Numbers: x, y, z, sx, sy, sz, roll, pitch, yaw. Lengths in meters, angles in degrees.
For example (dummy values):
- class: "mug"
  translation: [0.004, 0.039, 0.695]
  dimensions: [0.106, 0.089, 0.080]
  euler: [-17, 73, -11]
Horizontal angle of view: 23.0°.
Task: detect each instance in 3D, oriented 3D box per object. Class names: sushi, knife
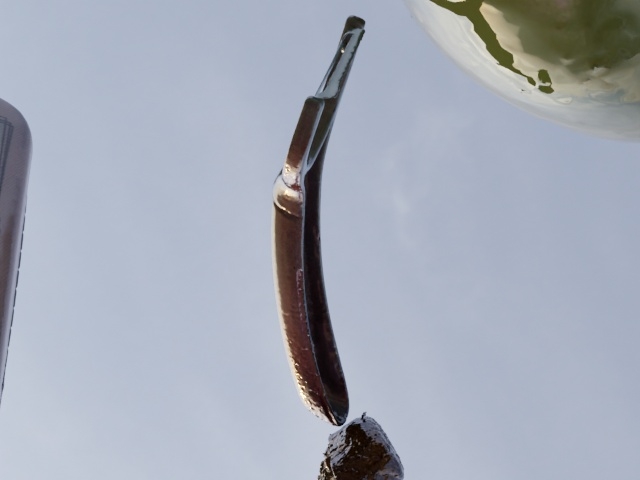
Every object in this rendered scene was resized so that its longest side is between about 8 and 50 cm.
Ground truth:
- class: "sushi"
  translation: [0.023, 0.152, 1.049]
  dimensions: [0.060, 0.118, 0.061]
  euler: [-36, -100, 2]
- class: "knife"
  translation: [-0.002, 0.000, 0.995]
  dimensions: [0.053, 0.123, 0.278]
  euler: [12, -53, 15]

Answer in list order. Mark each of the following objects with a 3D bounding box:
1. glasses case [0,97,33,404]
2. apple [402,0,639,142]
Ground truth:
- class: "glasses case"
  translation: [-0.248, 0.025, 0.965]
  dimensions: [0.075, 0.122, 0.314]
  euler: [107, -14, -50]
- class: "apple"
  translation: [0.194, -0.233, 0.951]
  dimensions: [0.357, 0.357, 0.357]
  euler: [5, -82, 36]
